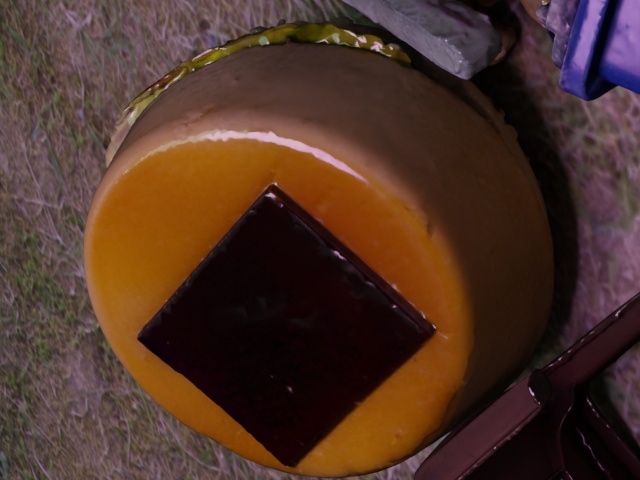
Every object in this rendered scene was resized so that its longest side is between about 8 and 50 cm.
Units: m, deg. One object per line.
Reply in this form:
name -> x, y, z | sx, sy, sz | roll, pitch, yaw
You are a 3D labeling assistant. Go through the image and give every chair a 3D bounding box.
chair -> 0.135, 0.183, 0.992 | 0.183, 0.176, 0.326 | 53, 138, 7

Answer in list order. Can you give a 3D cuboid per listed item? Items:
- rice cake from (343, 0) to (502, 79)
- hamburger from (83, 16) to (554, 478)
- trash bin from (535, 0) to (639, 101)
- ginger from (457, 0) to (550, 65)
rice cake -> 0.027, -0.153, 0.986 | 0.208, 0.033, 0.033 | 39, 153, 35
hamburger -> 0.000, 0.000, 1.040 | 0.300, 0.176, 0.300 | 12, 121, 19
trash bin -> 0.234, -0.112, 0.710 | 0.234, 0.184, 0.162 | 33, 134, 27
ginger -> 0.089, -0.159, 0.975 | 0.259, 0.065, 0.149 | 40, 150, 28
